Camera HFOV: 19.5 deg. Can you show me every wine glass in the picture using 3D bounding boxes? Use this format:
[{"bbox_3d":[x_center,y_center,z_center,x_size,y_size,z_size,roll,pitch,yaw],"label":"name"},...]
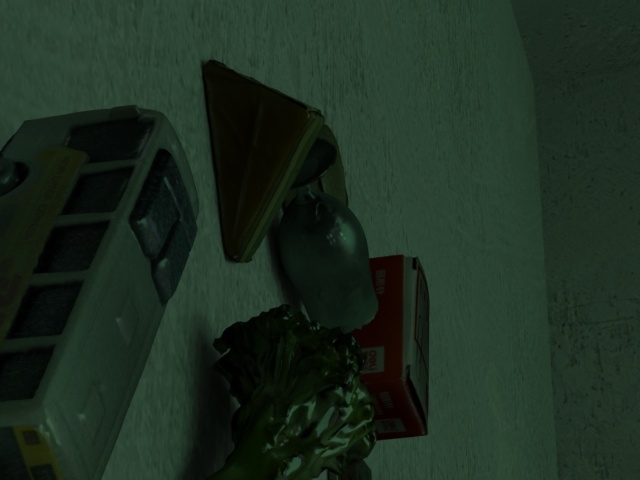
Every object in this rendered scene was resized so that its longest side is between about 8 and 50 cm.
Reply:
[{"bbox_3d":[0.000,0.000,1.917,0.093,0.093,0.202,-81,156,-52],"label":"wine glass"}]

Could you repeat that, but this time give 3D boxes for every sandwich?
[{"bbox_3d":[-0.084,-0.075,1.770,0.163,0.113,0.079,-63,168,5],"label":"sandwich"}]

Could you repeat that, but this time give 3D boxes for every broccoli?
[{"bbox_3d":[-0.054,0.186,1.553,0.304,0.145,0.165,-62,153,-52],"label":"broccoli"}]

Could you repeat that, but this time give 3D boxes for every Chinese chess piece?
[{"bbox_3d":[-0.009,-0.067,2.014,0.122,0.051,0.122,-9,90,-75],"label":"Chinese chess piece"}]

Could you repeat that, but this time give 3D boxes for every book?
[{"bbox_3d":[0.036,0.286,2.076,0.172,0.012,0.118,57,27,-61],"label":"book"}]

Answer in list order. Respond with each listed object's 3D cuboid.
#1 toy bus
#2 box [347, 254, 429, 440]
[{"bbox_3d":[-0.165,0.035,1.096,0.342,0.138,0.097,-74,151,-56],"label":"toy bus"},{"bbox_3d":[0.076,0.123,2.152,0.133,0.099,0.182,69,19,-49],"label":"box"}]
